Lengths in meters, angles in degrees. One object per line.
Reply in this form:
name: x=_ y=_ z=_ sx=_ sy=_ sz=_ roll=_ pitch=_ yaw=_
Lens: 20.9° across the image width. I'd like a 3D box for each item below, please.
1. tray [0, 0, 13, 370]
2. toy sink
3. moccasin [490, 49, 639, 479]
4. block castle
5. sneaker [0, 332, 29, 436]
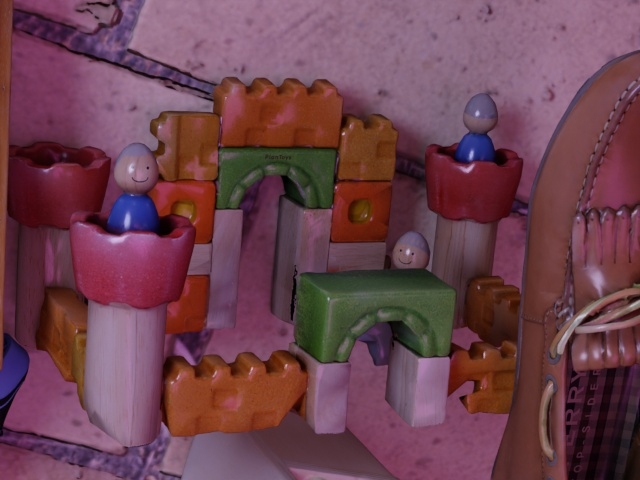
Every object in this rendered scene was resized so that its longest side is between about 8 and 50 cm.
tray: x=-0.317 y=-0.115 z=1.203 sx=0.203 sy=0.076 sz=0.411 roll=3 pitch=87 yaw=-40
toy sink: x=-0.022 y=0.242 z=1.445 sx=0.131 sy=0.234 sz=0.153 roll=12 pitch=101 yaw=-24
moccasin: x=0.205 y=0.057 z=1.193 sx=0.139 sy=0.147 sz=0.380 roll=5 pitch=109 yaw=-25
block castle: x=0.000 y=0.000 z=1.339 sx=0.453 sy=0.303 sz=0.213 roll=-1 pitch=105 yaw=-23
sneaker: x=-0.302 y=0.179 z=1.404 sx=0.232 sy=0.081 sz=0.090 roll=-47 pitch=120 yaw=5
